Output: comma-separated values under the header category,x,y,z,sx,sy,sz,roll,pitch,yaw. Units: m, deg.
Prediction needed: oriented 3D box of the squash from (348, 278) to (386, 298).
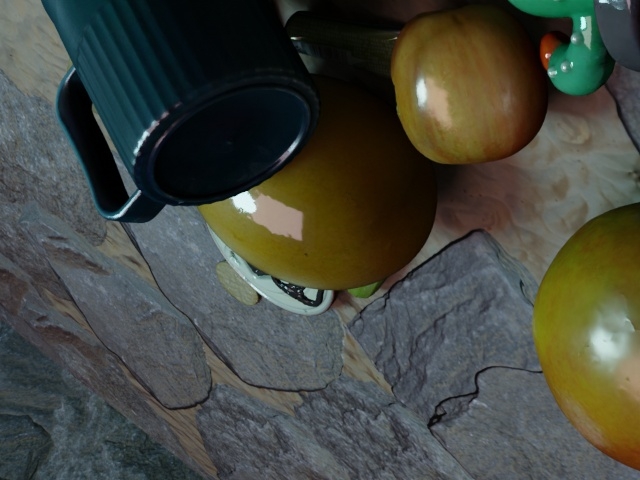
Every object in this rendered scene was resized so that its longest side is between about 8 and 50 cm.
category,x,y,z,sx,sy,sz,roll,pitch,yaw
squash,0.087,0.028,1.456,0.069,0.069,0.239,39,148,9

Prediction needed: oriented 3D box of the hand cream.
category,x,y,z,sx,sy,sz,roll,pitch,yaw
hand cream,0.052,-0.256,1.184,0.235,0.055,0.086,18,143,26

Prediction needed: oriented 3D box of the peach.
category,x,y,z,sx,sy,sz,roll,pitch,yaw
peach,0.377,0.107,0.987,0.308,0.308,0.332,43,153,4

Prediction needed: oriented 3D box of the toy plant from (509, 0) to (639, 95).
category,x,y,z,sx,sy,sz,roll,pitch,yaw
toy plant,0.284,-0.238,0.794,0.400,0.185,0.279,28,155,42

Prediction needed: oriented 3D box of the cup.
category,x,y,z,sx,sy,sz,roll,pitch,yaw
cup,-0.184,-0.198,1.034,0.292,0.308,0.242,60,-179,24

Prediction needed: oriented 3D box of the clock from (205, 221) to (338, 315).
category,x,y,z,sx,sy,sz,roll,pitch,yaw
clock,-0.097,0.014,1.648,0.319,0.080,0.318,30,146,22

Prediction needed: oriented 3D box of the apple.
category,x,y,z,sx,sy,sz,roll,pitch,yaw
apple,0.161,-0.180,1.019,0.199,0.199,0.199,31,147,23

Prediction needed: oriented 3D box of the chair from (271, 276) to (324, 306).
category,x,y,z,sx,sy,sz,roll,pitch,yaw
chair,0.000,0.000,1.471,0.106,0.113,0.229,34,148,8

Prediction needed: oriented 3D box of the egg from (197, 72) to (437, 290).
category,x,y,z,sx,sy,sz,roll,pitch,yaw
egg,-0.013,-0.082,1.225,0.351,0.282,0.282,23,145,12

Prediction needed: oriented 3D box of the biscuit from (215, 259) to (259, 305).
category,x,y,z,sx,sy,sz,roll,pitch,yaw
biscuit,-0.174,0.090,1.894,0.120,0.015,0.120,31,146,23

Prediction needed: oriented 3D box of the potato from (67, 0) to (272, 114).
category,x,y,z,sx,sy,sz,roll,pitch,yaw
potato,-0.208,-0.280,1.261,0.211,0.264,0.189,43,159,14
